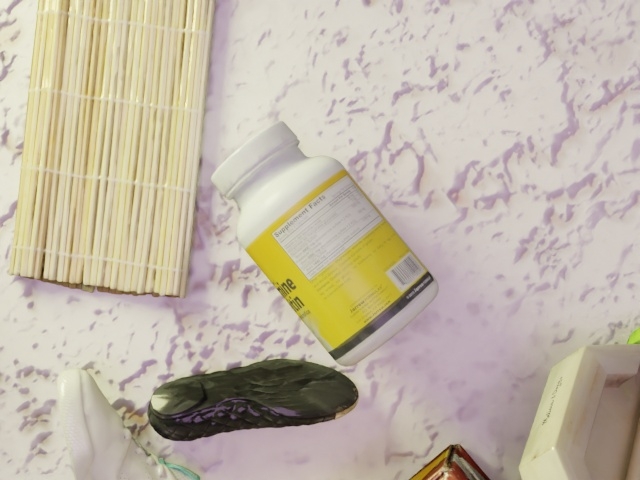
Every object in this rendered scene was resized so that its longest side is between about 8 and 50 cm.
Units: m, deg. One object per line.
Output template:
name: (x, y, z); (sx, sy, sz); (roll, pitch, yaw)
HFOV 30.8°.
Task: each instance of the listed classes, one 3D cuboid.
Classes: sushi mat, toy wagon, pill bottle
sushi mat: (-0.170, -0.113, 0.964); (0.151, 0.019, 0.317); (6, 90, 2)
toy wagon: (0.293, 0.226, 0.832); (0.344, 0.267, 0.068); (40, 132, -7)
pill bottle: (0.000, 0.000, 0.912); (0.103, 0.103, 0.184); (-39, 88, 2)

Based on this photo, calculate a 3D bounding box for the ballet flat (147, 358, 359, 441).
ballet flat: (-0.055, 0.132, 0.952); (0.173, 0.049, 0.057); (-4, 55, 0)

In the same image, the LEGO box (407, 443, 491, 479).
LEGO box: (0.034, 0.454, 0.848); (0.500, 0.193, 0.372); (-41, 81, 2)

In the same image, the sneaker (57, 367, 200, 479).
sneaker: (-0.147, 0.195, 0.943); (0.094, 0.080, 0.212); (-20, 96, -9)
